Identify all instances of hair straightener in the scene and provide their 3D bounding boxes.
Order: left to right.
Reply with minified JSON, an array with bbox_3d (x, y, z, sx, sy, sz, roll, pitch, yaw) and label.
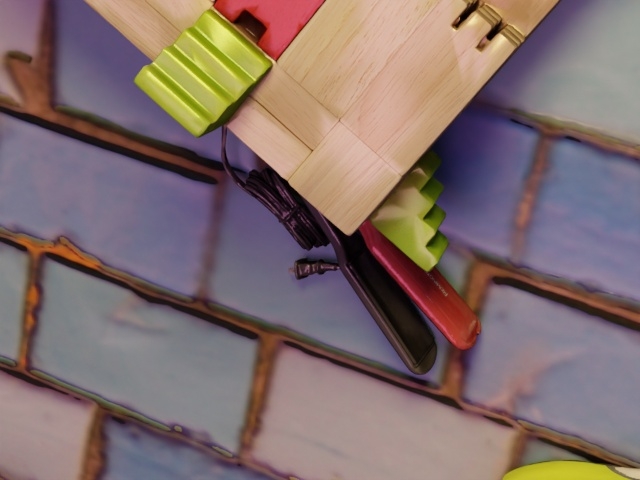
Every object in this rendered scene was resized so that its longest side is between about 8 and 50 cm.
[{"bbox_3d":[0.000,0.000,0.993,0.230,0.047,0.089,47,126,-8],"label":"hair straightener"}]

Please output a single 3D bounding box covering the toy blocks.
[{"bbox_3d":[0.001,-0.199,0.858,0.381,0.191,0.261,41,110,1],"label":"toy blocks"}]

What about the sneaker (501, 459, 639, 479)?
[{"bbox_3d":[0.227,0.194,0.940,0.300,0.121,0.111,-17,104,28],"label":"sneaker"}]
